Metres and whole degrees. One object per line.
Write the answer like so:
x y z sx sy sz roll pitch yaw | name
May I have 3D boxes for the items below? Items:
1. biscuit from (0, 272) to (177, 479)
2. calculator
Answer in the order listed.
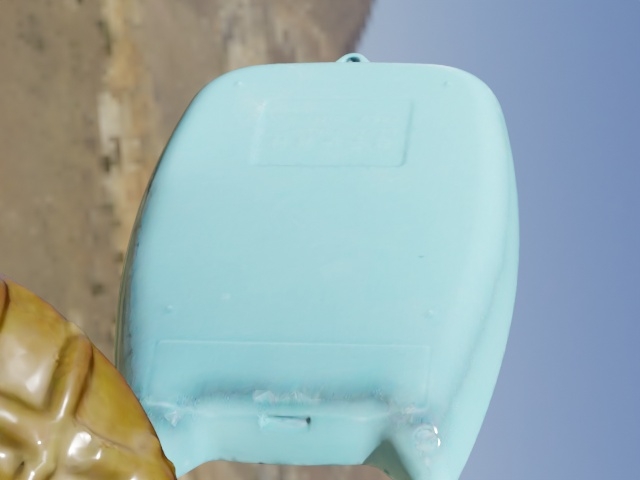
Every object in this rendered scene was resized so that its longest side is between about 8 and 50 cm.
-0.199 0.149 0.837 0.103 0.332 0.332 -25 -115 52 | biscuit
0.000 0.000 1.279 0.386 0.256 0.054 -80 167 -46 | calculator
